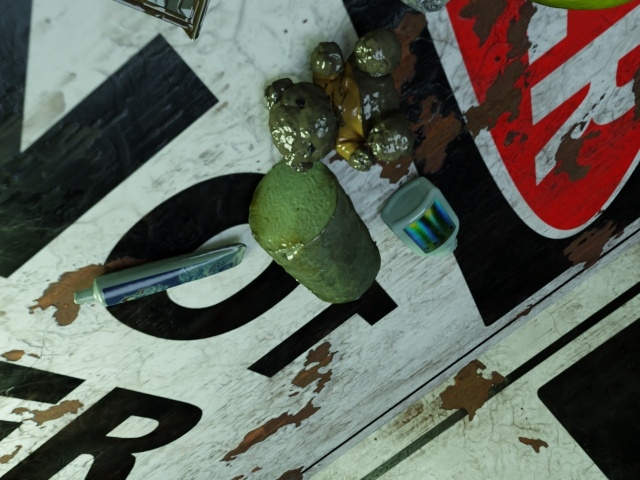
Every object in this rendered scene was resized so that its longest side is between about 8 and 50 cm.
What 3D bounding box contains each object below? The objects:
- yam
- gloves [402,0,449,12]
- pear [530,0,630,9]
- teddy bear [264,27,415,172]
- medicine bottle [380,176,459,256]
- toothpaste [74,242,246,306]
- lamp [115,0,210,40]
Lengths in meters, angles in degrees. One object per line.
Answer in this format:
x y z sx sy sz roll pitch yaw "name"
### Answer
0.000 0.000 0.715 0.161 0.161 0.268 -36 143 2 "yam"
0.144 -0.355 0.494 0.114 0.070 0.153 31 121 -23 "gloves"
0.390 -0.413 0.546 0.281 0.176 0.286 18 120 -47 "pear"
0.021 -0.177 0.577 0.190 0.140 0.177 -19 111 -5 "teddy bear"
0.227 -0.032 0.895 0.121 0.083 0.229 -44 139 9 "medicine bottle"
-0.251 0.055 0.685 0.268 0.047 0.069 -16 126 -26 "toothpaste"
-0.243 -0.265 0.318 0.325 0.090 0.089 5 126 -40 "lamp"
